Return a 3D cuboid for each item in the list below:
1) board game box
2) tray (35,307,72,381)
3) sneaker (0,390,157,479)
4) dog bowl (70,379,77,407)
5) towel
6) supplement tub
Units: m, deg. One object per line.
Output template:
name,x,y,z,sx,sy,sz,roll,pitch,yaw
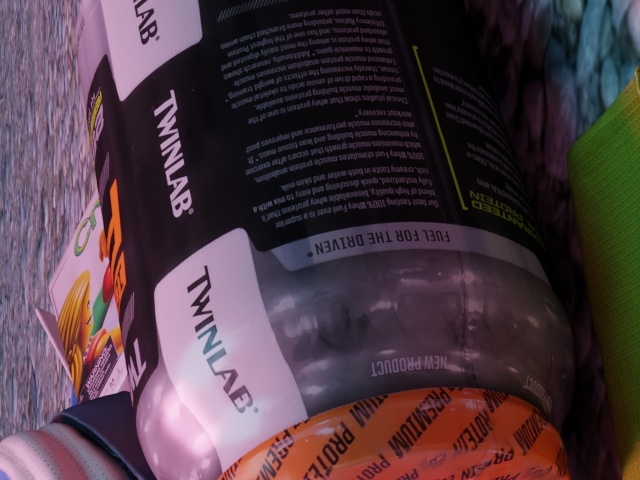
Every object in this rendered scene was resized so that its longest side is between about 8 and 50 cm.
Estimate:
board game box,-0.079,-0.037,1.164,0.305,0.053,0.193,-61,27,20
tray,-0.156,0.179,1.523,0.270,0.030,0.145,56,172,36
sneaker,-0.081,0.101,0.981,0.323,0.236,0.130,-99,13,-58
dog bowl,-0.101,0.081,1.311,0.297,0.074,0.166,160,117,-63
towel,0.129,0.059,0.695,0.102,0.021,0.237,128,138,-65
supplement tub,0.000,0.000,0.826,0.193,0.193,0.316,108,155,-49
